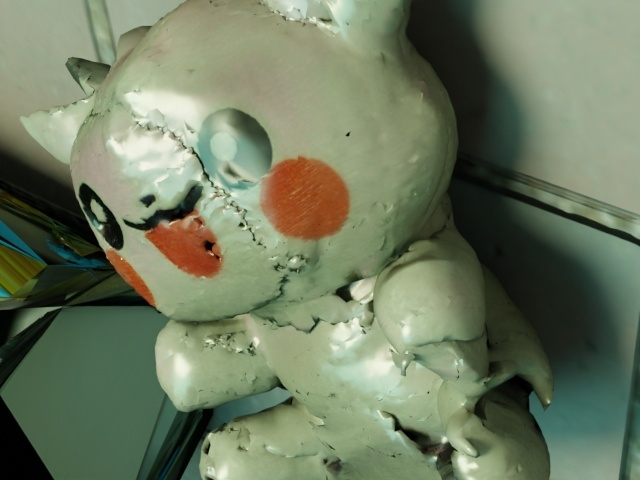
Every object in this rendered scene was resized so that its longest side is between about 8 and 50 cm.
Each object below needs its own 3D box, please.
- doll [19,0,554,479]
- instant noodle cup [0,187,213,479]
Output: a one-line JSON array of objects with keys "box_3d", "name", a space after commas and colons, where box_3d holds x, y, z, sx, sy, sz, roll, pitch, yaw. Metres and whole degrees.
[{"box_3d": [0.000, 0.000, 0.362, 0.149, 0.095, 0.192, -13, 113, 44], "name": "doll"}, {"box_3d": [-0.171, 0.068, 0.505, 0.178, 0.240, 0.240, 21, 138, 23], "name": "instant noodle cup"}]
